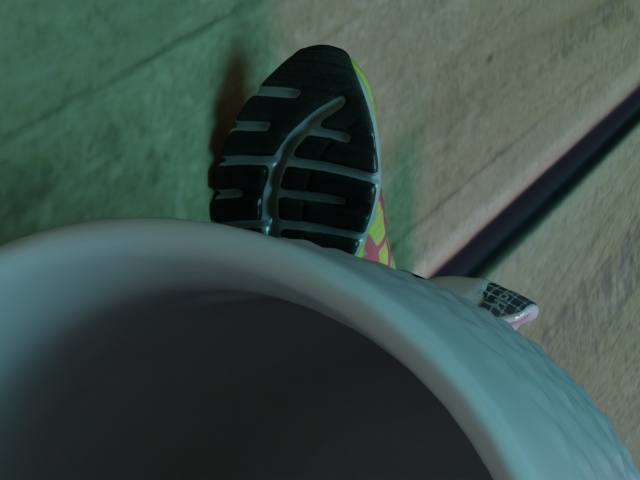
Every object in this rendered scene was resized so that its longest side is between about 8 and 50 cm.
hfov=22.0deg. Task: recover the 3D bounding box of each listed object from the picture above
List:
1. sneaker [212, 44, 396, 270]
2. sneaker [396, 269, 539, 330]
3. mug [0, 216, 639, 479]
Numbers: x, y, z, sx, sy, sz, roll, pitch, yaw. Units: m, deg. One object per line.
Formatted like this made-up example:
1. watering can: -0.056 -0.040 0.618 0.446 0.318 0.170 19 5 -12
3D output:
1. sneaker: 0.000 0.000 0.823 0.094 0.081 0.208 -44 141 -61
2. sneaker: 0.065 0.136 0.952 0.090 0.094 0.235 -1 99 -64
3. mug: -0.033 0.181 0.633 0.374 0.276 0.328 -53 161 8
